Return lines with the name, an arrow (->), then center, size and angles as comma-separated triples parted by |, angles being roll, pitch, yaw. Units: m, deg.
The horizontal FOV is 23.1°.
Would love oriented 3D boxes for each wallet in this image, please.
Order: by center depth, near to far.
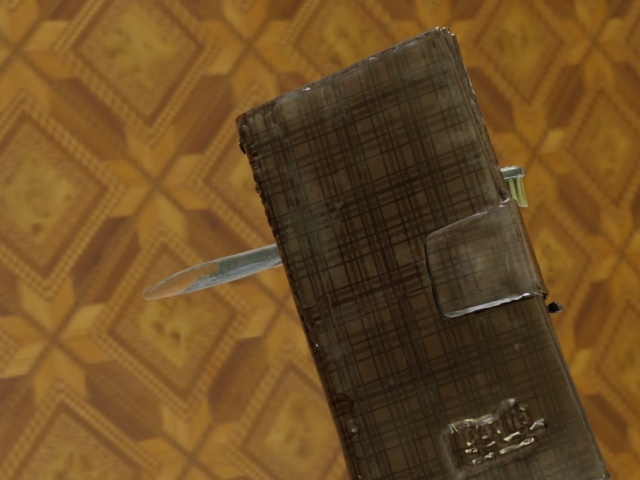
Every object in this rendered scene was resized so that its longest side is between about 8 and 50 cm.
wallet -> 0.045, 0.026, 0.738 | 0.042, 0.124, 0.230 | 16, 54, -67

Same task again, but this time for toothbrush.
toothbrush -> 0.000, 0.000, 1.280 | 0.028, 0.375, 0.037 | -3, 79, -59
